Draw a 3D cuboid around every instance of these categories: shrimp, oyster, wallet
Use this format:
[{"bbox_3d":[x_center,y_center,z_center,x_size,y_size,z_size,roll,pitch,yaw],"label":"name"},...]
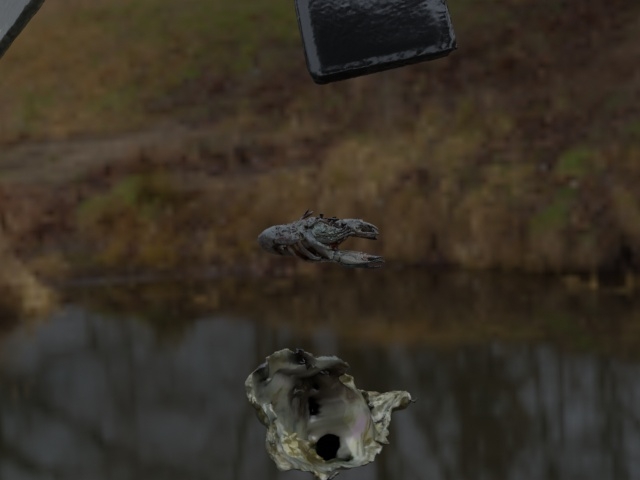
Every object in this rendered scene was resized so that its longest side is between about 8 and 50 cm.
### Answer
[{"bbox_3d":[0.003,-0.002,1.348,0.092,0.038,0.029,12,-26,12],"label":"shrimp"},{"bbox_3d":[0.000,0.123,1.265,0.061,0.106,0.200,-12,-26,23],"label":"oyster"},{"bbox_3d":[0.029,-0.250,1.601,0.124,0.244,0.025,-12,-19,1],"label":"wallet"}]

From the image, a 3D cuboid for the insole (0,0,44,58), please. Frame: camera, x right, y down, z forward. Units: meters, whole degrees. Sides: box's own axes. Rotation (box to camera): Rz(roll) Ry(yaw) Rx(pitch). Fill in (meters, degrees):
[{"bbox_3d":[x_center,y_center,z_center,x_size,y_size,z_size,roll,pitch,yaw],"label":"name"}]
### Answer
[{"bbox_3d":[-0.115,-0.039,0.567,0.011,0.248,0.081,24,40,-25],"label":"insole"}]
